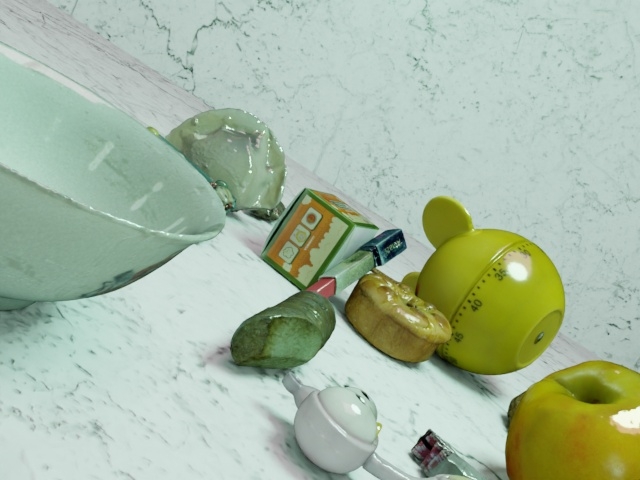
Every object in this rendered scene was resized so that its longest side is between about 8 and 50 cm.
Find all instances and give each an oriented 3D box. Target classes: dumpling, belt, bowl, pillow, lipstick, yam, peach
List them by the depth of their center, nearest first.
[{"bbox_3d":[-0.330,-0.056,0.728,0.434,0.196,0.435,33,11,-7],"label":"bowl"},{"bbox_3d":[0.221,0.356,0.970,0.232,0.053,0.071,40,13,25],"label":"belt"},{"bbox_3d":[-0.044,0.132,1.015,0.106,0.106,0.259,36,11,7],"label":"yam"},{"bbox_3d":[0.445,0.358,1.096,0.289,0.288,0.308,-101,173,-75],"label":"peach"},{"bbox_3d":[0.073,0.054,1.444,0.051,0.051,0.312,-3,19,42],"label":"lipstick"},{"bbox_3d":[-0.205,-0.184,1.573,0.243,0.227,0.175,19,3,-42],"label":"dumpling"},{"bbox_3d":[-0.129,-0.083,1.816,0.093,0.051,0.241,34,9,-1],"label":"pillow"}]

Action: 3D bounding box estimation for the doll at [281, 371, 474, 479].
[{"bbox_3d":[0.099,0.277,0.844,0.365,0.094,0.160,37,8,9],"label":"doll"}]

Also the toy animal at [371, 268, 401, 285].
[{"bbox_3d":[0.223,0.135,1.927,0.275,0.054,0.149,32,9,-9],"label":"toy animal"}]

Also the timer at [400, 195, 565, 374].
[{"bbox_3d":[0.361,0.115,1.640,0.387,0.376,0.376,38,11,33],"label":"timer"}]

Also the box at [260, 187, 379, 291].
[{"bbox_3d":[0.000,0.000,1.506,0.148,0.178,0.195,37,11,17],"label":"box"}]

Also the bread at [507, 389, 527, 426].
[{"bbox_3d":[0.499,0.393,1.456,0.230,0.123,0.230,35,9,-6],"label":"bread"}]

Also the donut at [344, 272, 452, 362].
[{"bbox_3d":[0.158,0.159,1.460,0.226,0.114,0.226,32,12,-7],"label":"donut"}]

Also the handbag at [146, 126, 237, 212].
[{"bbox_3d":[-0.295,-0.124,1.377,0.274,0.100,0.269,33,10,-4],"label":"handbag"}]
